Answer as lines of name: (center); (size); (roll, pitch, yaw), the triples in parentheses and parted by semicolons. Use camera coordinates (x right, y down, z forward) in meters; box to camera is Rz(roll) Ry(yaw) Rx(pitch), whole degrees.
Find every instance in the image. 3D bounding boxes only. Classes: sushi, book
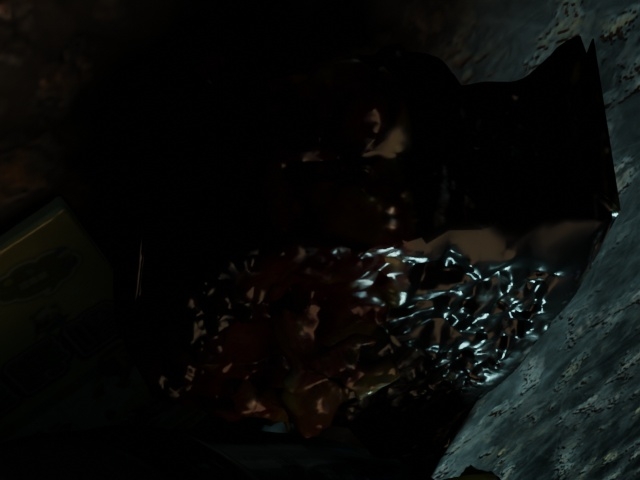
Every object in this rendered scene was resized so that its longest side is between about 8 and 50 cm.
sushi: (0.000, 0.000, 0.389); (0.150, 0.153, 0.172); (3, 162, -21)
book: (-0.146, 0.083, 0.454); (0.168, 0.013, 0.192); (-35, 145, -9)

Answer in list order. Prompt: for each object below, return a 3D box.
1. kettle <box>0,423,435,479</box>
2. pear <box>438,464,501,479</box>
kettle: (0.021, 0.211, 0.461); (0.324, 0.320, 0.228); (14, 92, -58)
pear: (0.026, 0.273, 0.705); (0.178, 0.267, 0.267); (22, 115, -27)
